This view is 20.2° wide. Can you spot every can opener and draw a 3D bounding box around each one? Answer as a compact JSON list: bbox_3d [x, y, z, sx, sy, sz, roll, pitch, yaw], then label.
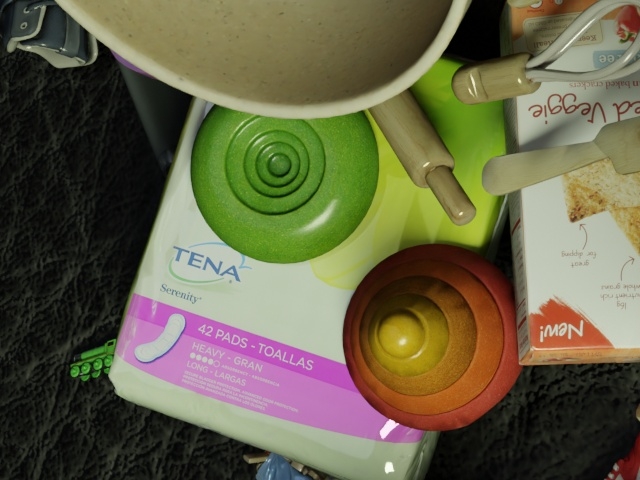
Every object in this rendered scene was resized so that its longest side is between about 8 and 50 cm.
[{"bbox_3d":[-0.088,-0.072,1.380,0.093,0.074,0.280,-26,65,-7],"label":"can opener"}]

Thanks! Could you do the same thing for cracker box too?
[{"bbox_3d":[0.196,-0.042,1.111,0.156,0.067,0.232,-2,79,-1],"label":"cracker box"}]

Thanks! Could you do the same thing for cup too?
[{"bbox_3d":[-0.013,-0.270,1.021,0.331,0.331,0.237,3,41,37],"label":"cup"}]

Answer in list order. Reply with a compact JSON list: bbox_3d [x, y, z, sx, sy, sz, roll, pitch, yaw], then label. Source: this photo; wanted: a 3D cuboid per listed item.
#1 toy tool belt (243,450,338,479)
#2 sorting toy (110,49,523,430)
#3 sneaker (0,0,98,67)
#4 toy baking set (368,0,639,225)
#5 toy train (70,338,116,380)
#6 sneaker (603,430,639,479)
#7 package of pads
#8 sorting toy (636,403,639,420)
[{"bbox_3d":[-0.013,0.172,1.279,0.083,0.051,0.052,26,97,36],"label":"toy tool belt"},{"bbox_3d":[-0.021,-0.033,1.119,0.127,0.126,0.365,-43,79,8],"label":"sorting toy"},{"bbox_3d":[-0.186,-0.235,1.450,0.226,0.086,0.163,-32,53,38],"label":"sneaker"},{"bbox_3d":[0.107,-0.111,1.082,0.197,0.030,0.256,-46,53,30],"label":"toy baking set"},{"bbox_3d":[-0.167,0.092,1.429,0.083,0.017,0.023,-18,61,33],"label":"toy train"},{"bbox_3d":[0.183,0.163,1.144,0.067,0.042,0.118,15,93,34],"label":"sneaker"},{"bbox_3d":[0.000,0.000,1.228,0.229,0.101,0.296,18,90,15],"label":"package of pads"},{"bbox_3d":[0.270,0.085,1.040,0.274,0.132,0.046,-63,12,10],"label":"sorting toy"}]
